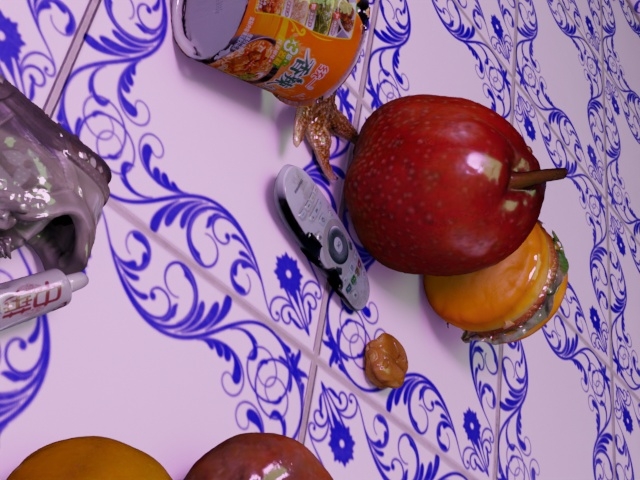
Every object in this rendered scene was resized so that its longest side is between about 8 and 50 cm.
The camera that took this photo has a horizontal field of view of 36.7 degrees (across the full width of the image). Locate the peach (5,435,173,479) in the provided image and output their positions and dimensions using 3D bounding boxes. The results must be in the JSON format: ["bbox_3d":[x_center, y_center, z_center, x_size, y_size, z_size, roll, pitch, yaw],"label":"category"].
[{"bbox_3d":[-0.206,0.306,0.871,0.251,0.153,0.251,-4,90,-66],"label":"peach"}]

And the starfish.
[{"bbox_3d":[0.007,-0.206,1.439,0.277,0.062,0.236,68,32,-51],"label":"starfish"}]

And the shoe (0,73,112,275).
[{"bbox_3d":[-0.313,-0.058,0.907,0.293,0.109,0.149,33,44,-48],"label":"shoe"}]

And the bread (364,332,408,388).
[{"bbox_3d":[0.097,0.182,1.429,0.081,0.046,0.083,61,37,-11],"label":"bread"}]

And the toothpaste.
[{"bbox_3d":[-0.316,0.068,0.885,0.233,0.038,0.060,-20,100,-40],"label":"toothpaste"}]

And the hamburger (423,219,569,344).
[{"bbox_3d":[0.303,0.069,1.612,0.170,0.246,0.246,35,49,-44],"label":"hamburger"}]

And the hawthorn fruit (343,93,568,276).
[{"bbox_3d":[0.207,-0.088,1.437,0.285,0.369,0.285,3,85,-41],"label":"hawthorn fruit"}]

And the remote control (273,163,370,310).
[{"bbox_3d":[0.002,0.000,1.383,0.256,0.045,0.097,57,38,-25],"label":"remote control"}]

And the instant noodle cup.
[{"bbox_3d":[-0.075,-0.306,1.277,0.182,0.230,0.230,8,68,-42],"label":"instant noodle cup"}]

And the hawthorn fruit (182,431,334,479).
[{"bbox_3d":[-0.048,0.322,1.057,0.251,0.199,0.199,47,39,-57],"label":"hawthorn fruit"}]
